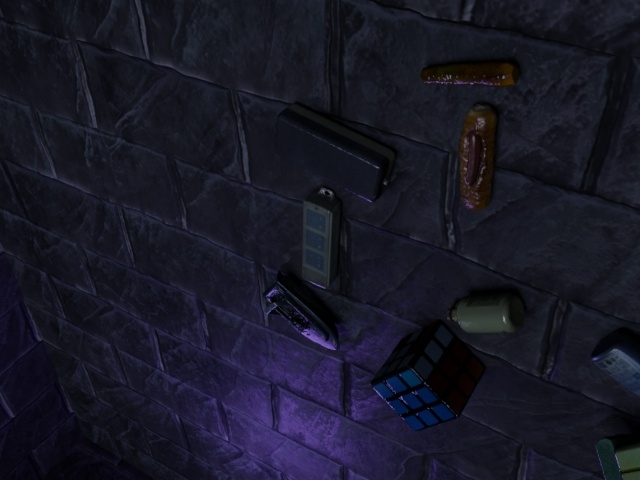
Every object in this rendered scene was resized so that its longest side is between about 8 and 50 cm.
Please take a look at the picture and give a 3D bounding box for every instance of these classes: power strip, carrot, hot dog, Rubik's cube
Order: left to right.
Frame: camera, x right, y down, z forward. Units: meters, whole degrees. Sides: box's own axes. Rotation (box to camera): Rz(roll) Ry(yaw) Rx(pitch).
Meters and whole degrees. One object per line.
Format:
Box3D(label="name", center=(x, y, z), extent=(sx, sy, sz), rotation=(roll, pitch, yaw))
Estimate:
Box3D(label="power strip", center=(0.000, 0.000, 1.630), extent=(0.078, 0.052, 0.272), rotation=(25, 138, 22))
Box3D(label="power strip", center=(0.030, -0.174, 1.438), extent=(0.256, 0.070, 0.105), rotation=(30, 142, 18))
Box3D(label="Rubik's cube", center=(0.240, 0.306, 1.620), extent=(0.160, 0.163, 0.162), rotation=(46, 143, -4))
Box3D(label="carrot", center=(0.242, -0.272, 1.189), extent=(0.170, 0.042, 0.042), rotation=(7, 129, 36))
Box3D(label="hot dog", center=(0.273, -0.140, 1.278), extent=(0.066, 0.047, 0.216), rotation=(22, 137, 27))

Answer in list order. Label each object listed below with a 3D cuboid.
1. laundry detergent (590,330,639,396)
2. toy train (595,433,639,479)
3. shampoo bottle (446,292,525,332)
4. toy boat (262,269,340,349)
Box3D(label="laundry detergent", center=(0.611, 0.260, 1.344), extent=(0.206, 0.061, 0.097), rotation=(39, 142, 4))
Box3D(label="toy train", center=(0.672, 0.457, 1.306), extent=(0.397, 0.160, 0.253), rotation=(-42, 53, 53))
Box3D(label="shampoo bottle", center=(0.328, 0.149, 1.468), extent=(0.162, 0.079, 0.079), rotation=(-9, 119, 44))
Box3D(label="toy boat", center=(-0.043, 0.190, 1.804), extent=(0.246, 0.103, 0.093), rotation=(43, 140, -5))
